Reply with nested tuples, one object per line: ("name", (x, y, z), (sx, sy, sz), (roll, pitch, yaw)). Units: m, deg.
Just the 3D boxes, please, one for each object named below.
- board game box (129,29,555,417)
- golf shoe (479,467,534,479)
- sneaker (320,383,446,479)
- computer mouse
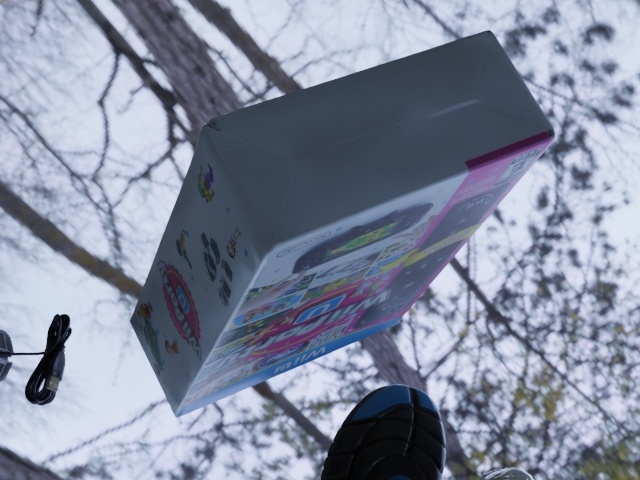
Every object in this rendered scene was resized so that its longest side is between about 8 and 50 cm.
("board game box", (0.000, 0.000, 0.789), (0.224, 0.303, 0.097), (-21, -108, -26))
("golf shoe", (0.133, 0.349, 1.024), (0.306, 0.115, 0.140), (-64, 177, 11))
("sneaker", (0.045, 0.322, 1.181), (0.125, 0.139, 0.341), (16, -110, 4))
("computer mouse", (-0.375, 0.128, 1.207), (0.193, 0.042, 0.106), (3, -116, -3))
